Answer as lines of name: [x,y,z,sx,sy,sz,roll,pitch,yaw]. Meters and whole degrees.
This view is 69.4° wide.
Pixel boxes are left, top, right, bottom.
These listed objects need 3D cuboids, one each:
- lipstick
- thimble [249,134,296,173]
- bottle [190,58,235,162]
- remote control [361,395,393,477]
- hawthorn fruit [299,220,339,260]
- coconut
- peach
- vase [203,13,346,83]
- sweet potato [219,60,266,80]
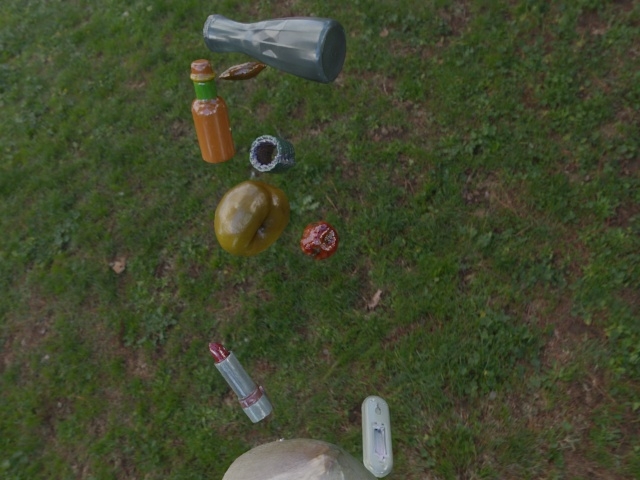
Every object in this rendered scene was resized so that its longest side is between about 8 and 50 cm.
lipstick: [-0.168,0.277,0.941,0.057,0.186,0.063,-33,14,-9]
thimble: [-0.152,-0.272,1.471,0.135,0.090,0.118,-5,91,37]
bottle: [-0.206,-0.240,0.866,0.069,0.186,0.069,-2,40,1]
remote control: [0.155,0.525,1.259,0.078,0.042,0.221,13,42,-8]
hawthorn fruit: [0.000,0.000,1.012,0.093,0.093,0.092,-7,61,14]
coconut: [-0.019,0.323,0.498,0.225,0.224,0.233,15,97,24]
peach: [-0.205,-0.062,1.385,0.153,0.251,0.251,31,76,32]
vase: [-0.074,-0.295,0.691,0.214,0.086,0.086,19,70,22]
sweet potato: [-0.151,-0.327,0.896,0.095,0.034,0.034,-17,59,0]
